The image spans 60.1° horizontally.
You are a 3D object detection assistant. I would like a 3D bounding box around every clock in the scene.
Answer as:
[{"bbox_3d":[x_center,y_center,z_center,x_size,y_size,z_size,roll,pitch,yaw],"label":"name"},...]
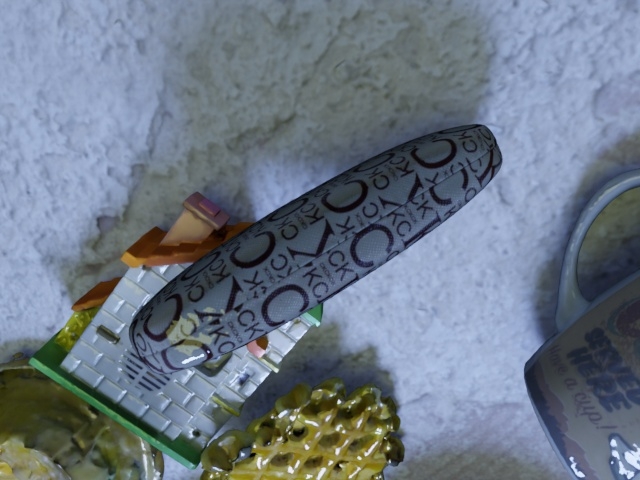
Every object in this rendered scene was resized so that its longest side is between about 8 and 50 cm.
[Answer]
[{"bbox_3d":[-0.147,0.089,0.621,0.219,0.106,0.255,38,106,-9],"label":"clock"}]

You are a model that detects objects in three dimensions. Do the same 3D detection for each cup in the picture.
[{"bbox_3d":[0.315,0.089,0.511,0.257,0.227,0.301,-30,75,21],"label":"cup"}]

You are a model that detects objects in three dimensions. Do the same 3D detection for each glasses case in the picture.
[{"bbox_3d":[0.000,0.000,0.485,0.354,0.137,0.085,-31,99,-11],"label":"glasses case"}]

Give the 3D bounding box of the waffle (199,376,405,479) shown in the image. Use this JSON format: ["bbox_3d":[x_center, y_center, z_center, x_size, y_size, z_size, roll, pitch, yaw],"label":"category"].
[{"bbox_3d":[-0.015,0.284,0.659,0.262,0.060,0.281,-24,123,-4],"label":"waffle"}]

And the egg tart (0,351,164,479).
[{"bbox_3d":[-0.359,0.304,0.716,0.314,0.120,0.315,3,108,8],"label":"egg tart"}]
